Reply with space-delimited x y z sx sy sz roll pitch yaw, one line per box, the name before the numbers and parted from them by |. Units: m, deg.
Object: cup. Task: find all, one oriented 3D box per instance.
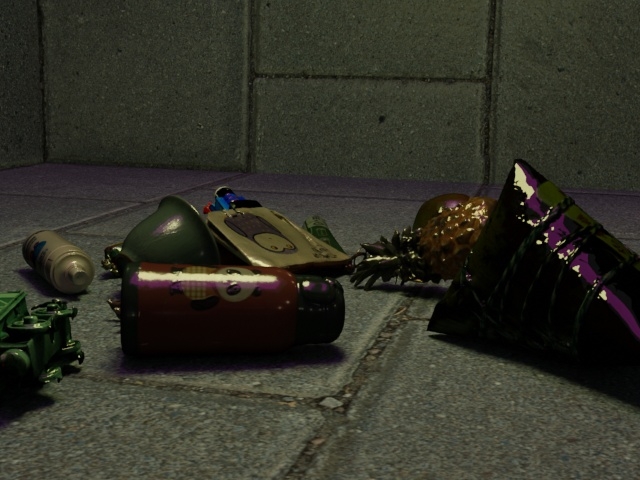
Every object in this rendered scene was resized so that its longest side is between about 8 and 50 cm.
cup | -0.309 0.032 1.684 0.150 0.199 0.199 -30 28 -35

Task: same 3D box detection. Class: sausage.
sausage | -0.363 0.017 1.951 0.082 0.082 0.371 7 13 27

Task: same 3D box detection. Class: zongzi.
zongzi | 0.374 0.086 1.292 0.383 0.319 0.362 23 12 13

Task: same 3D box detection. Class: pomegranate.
pomegranate | 0.298 -0.009 1.981 0.180 0.180 0.210 3 -25 12

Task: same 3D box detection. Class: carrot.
carrot | -0.196 0.032 1.893 0.101 0.102 0.263 7 8 29

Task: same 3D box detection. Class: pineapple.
pineapple | 0.215 0.028 1.716 0.340 0.169 0.169 -20 -2 32

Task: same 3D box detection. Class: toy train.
toy train | -0.207 -0.057 2.151 0.082 0.131 0.204 -6 34 -31
toy train | -0.416 0.145 1.187 0.154 0.115 0.269 -8 11 -3

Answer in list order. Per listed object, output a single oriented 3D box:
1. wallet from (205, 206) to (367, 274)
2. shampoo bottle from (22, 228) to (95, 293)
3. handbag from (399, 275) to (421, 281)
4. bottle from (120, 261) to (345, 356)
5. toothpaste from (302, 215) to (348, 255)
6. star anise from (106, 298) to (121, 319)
wallet | -0.084 0.004 1.841 0.274 0.068 0.335 29 18 29
shampoo bottle | -0.521 0.045 1.749 0.092 0.092 0.303 -5 13 -29
handbag | 0.209 0.066 1.876 0.061 0.027 0.083 6 10 31
bottle | -0.131 0.105 1.336 0.336 0.144 0.144 1 11 -9
toothpaste | 0.000 0.000 2.130 0.098 0.061 0.392 0 14 -6
star anise | -0.296 0.120 1.495 0.141 0.042 0.141 -1 8 0
